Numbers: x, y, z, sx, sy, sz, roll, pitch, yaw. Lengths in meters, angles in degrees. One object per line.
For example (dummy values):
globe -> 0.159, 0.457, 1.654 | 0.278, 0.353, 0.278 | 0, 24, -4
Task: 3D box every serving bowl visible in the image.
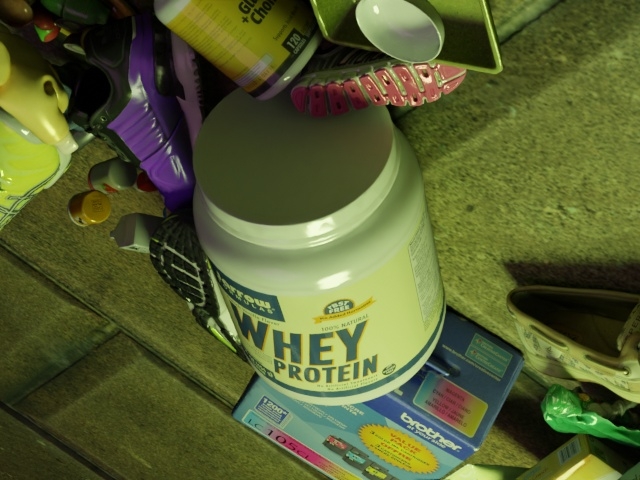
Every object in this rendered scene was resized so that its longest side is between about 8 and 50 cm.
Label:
serving bowl -> 0.073, -0.194, 1.390 | 0.083, 0.027, 0.083 | 23, 151, 14

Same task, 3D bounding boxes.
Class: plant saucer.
plant saucer -> 0.069, -0.240, 1.399 | 0.188, 0.045, 0.188 | 15, 148, 29

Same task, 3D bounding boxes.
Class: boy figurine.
boy figurine -> -0.326, -0.163, 1.713 | 0.177, 0.092, 0.285 | 51, -167, 16

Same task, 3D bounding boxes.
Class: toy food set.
toy food set -> -0.298, -0.245, 1.723 | 0.218, 0.071, 0.128 | 30, 153, 2
toy food set -> -0.210, -0.036, 1.922 | 0.232, 0.111, 0.104 | 11, 167, -36

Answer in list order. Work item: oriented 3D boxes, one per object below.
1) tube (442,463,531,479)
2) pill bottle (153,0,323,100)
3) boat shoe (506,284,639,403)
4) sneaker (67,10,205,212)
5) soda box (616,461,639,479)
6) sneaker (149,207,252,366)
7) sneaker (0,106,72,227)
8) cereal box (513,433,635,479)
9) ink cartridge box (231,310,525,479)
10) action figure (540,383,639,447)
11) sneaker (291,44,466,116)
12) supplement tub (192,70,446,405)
tube -> 0.245, 0.312, 2.008 | 0.240, 0.070, 0.062 | 12, -169, -35
pill bottle -> -0.093, -0.226, 1.518 | 0.184, 0.103, 0.103 | 38, 152, -16
boat shoe -> 0.311, 0.101, 1.661 | 0.285, 0.104, 0.089 | 1, 136, 48
sneaker -> -0.197, -0.136, 1.713 | 0.146, 0.102, 0.293 | -6, 141, -4
soda box -> 0.400, 0.271, 1.765 | 0.074, 0.069, 0.216 | 33, 117, -23
sneaker -> -0.107, 0.033, 1.863 | 0.111, 0.121, 0.300 | 30, 163, 25
sneaker -> -0.432, -0.071, 2.062 | 0.145, 0.147, 0.384 | 35, 151, -4
cereal box -> 0.343, 0.348, 1.969 | 0.240, 0.047, 0.173 | 35, 118, -27
ink cartridge box -> 0.071, 0.173, 1.975 | 0.270, 0.151, 0.395 | 31, 151, -1
action figure -> 0.312, 0.196, 1.776 | 0.137, 0.063, 0.232 | 5, 169, 36
sneaker -> 0.055, -0.169, 1.516 | 0.170, 0.074, 0.063 | -8, 143, 18
supplement tub -> 0.000, 0.000, 1.657 | 0.235, 0.235, 0.324 | 18, 150, 23
